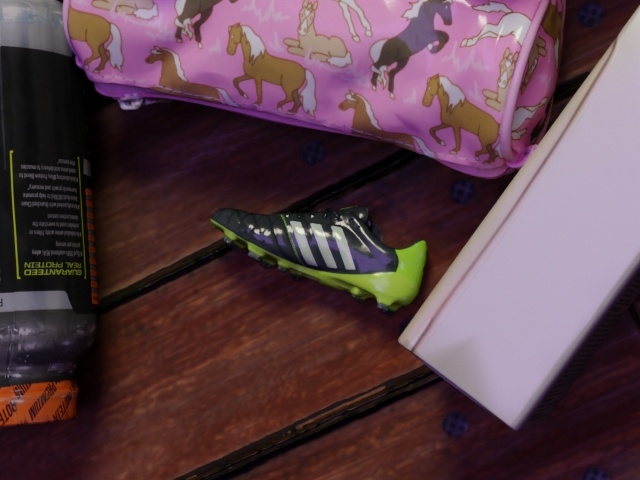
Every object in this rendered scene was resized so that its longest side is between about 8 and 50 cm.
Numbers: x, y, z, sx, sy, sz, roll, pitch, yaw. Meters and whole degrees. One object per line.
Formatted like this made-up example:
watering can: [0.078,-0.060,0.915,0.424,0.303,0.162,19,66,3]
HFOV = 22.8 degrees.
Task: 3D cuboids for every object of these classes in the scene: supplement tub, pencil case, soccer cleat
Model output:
supplement tub: [-0.285,-0.019,1.279,0.207,0.207,0.338,-5,85,15]
pencil case: [0.001,-0.161,1.235,0.386,0.160,0.167,12,129,15]
soccer cleat: [0.000,0.000,1.281,0.178,0.060,0.072,21,83,9]

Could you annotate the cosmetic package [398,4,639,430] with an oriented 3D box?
cosmetic package: [0.203,-0.016,1.170,0.113,0.160,0.309,36,96,15]
